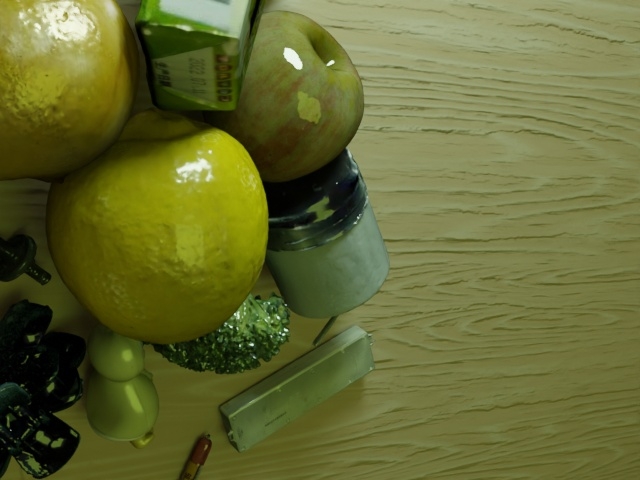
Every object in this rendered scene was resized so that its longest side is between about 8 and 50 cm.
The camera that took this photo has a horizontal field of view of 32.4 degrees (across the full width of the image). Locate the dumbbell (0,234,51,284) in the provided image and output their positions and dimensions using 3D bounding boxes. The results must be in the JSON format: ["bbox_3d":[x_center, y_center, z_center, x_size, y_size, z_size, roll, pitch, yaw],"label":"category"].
[{"bbox_3d":[-0.494,-0.002,1.632,0.081,0.082,0.254,-51,133,-5],"label":"dumbbell"}]

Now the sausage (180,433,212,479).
[{"bbox_3d":[-0.255,0.466,2.090,0.029,0.029,0.223,18,100,-42],"label":"sausage"}]

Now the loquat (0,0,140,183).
[{"bbox_3d":[-0.399,-0.244,1.422,0.328,0.328,0.359,-19,116,-30],"label":"loquat"}]

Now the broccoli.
[{"bbox_3d":[-0.200,0.100,1.869,0.288,0.248,0.245,41,48,-33],"label":"broccoli"}]

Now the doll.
[{"bbox_3d":[-0.325,0.228,1.820,0.117,0.141,0.296,-22,139,-34],"label":"doll"}]

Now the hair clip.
[{"bbox_3d":[-0.487,0.247,1.676,0.310,0.206,0.194,-48,136,-10],"label":"hair clip"}]

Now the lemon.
[{"bbox_3d":[-0.236,-0.020,1.621,0.348,0.348,0.348,-18,122,-31],"label":"lemon"}]

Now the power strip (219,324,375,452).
[{"bbox_3d":[-0.035,0.286,2.163,0.367,0.043,0.106,-29,127,-24],"label":"power strip"}]

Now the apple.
[{"bbox_3d":[-0.062,-0.224,1.755,0.257,0.256,0.234,17,131,-42],"label":"apple"}]

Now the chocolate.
[{"bbox_3d":[-0.147,-0.352,1.526,0.137,0.289,0.300,15,74,-1],"label":"chocolate"}]

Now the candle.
[{"bbox_3d":[0.000,0.000,1.933,0.221,0.221,0.342,-38,133,-17],"label":"candle"}]
